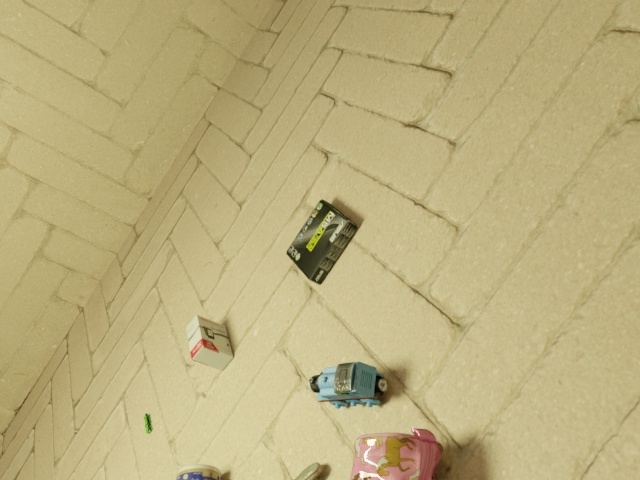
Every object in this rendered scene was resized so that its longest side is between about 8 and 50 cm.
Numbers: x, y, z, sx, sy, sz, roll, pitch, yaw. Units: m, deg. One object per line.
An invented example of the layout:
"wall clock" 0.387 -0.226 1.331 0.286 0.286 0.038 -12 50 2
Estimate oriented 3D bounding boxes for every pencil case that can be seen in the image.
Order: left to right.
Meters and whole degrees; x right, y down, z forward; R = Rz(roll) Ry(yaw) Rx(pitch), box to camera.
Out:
"pencil case" 0.119 0.502 0.960 0.167 0.160 0.385 -4 54 14

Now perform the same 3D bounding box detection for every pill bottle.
"pill bottle" -0.303 0.656 1.461 0.112 0.112 0.186 -38 39 31

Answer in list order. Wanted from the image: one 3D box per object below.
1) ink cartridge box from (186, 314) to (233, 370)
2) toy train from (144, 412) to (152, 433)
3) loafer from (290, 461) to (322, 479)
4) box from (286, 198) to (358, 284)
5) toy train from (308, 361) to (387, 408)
"ink cartridge box" -0.332 0.302 1.784 0.063 0.109 0.150 -52 33 15
"toy train" -0.567 0.600 1.962 0.023 0.017 0.083 -64 31 14
"loafer" -0.035 0.519 1.278 0.125 0.039 0.045 -43 3 20
"box" 0.000 0.000 1.627 0.190 0.045 0.184 -56 30 7
"toy train" 0.053 0.302 1.256 0.184 0.105 0.080 -19 50 46
